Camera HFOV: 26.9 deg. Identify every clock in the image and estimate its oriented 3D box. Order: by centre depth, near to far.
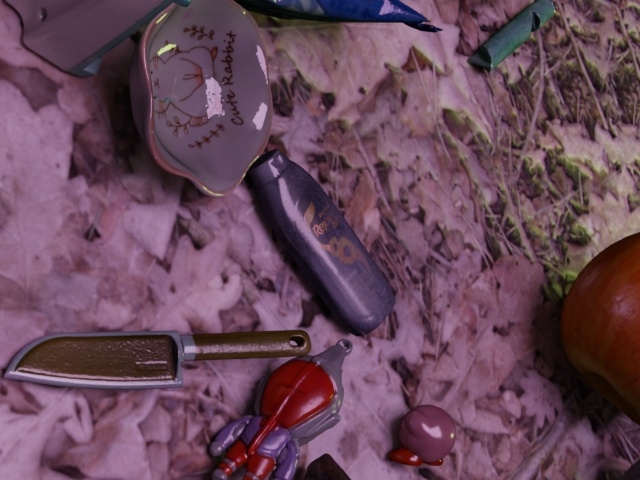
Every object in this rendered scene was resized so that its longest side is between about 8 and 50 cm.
[{"bbox_3d":[-0.200,-0.324,1.327,0.116,0.231,0.262,24,64,-30],"label":"clock"}]

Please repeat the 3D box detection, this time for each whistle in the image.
[{"bbox_3d":[0.267,-0.285,1.851,0.186,0.039,0.039,-41,106,-40],"label":"whistle"}]

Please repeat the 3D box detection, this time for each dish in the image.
[{"bbox_3d":[-0.143,-0.158,1.414,0.229,0.081,0.229,-1,91,-58],"label":"dish"}]

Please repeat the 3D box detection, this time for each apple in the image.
[{"bbox_3d":[0.454,0.117,1.741,0.233,0.286,0.286,-47,113,-7],"label":"apple"}]

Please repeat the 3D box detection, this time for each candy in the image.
[{"bbox_3d":[-0.036,-0.286,1.503,0.331,0.187,0.077,5,103,-40],"label":"candy"}]

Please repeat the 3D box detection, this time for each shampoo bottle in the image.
[{"bbox_3d":[0.000,0.000,1.534,0.234,0.049,0.087,55,48,-16],"label":"shampoo bottle"}]

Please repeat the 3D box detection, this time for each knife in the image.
[{"bbox_3d":[-0.154,0.119,1.352,0.343,0.027,0.061,1,66,-31],"label":"knife"}]

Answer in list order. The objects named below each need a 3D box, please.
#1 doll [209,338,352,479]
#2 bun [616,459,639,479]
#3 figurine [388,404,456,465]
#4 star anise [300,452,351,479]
[{"bbox_3d":[-0.032,0.183,1.432,0.227,0.102,0.075,-50,156,-35],"label":"doll"},{"bbox_3d":[0.444,0.451,1.706,0.354,0.194,0.354,15,66,-38],"label":"bun"},{"bbox_3d":[0.127,0.229,1.574,0.083,0.067,0.071,9,93,-56],"label":"figurine"},{"bbox_3d":[0.003,0.339,1.372,0.283,0.129,0.212,8,92,-73],"label":"star anise"}]
